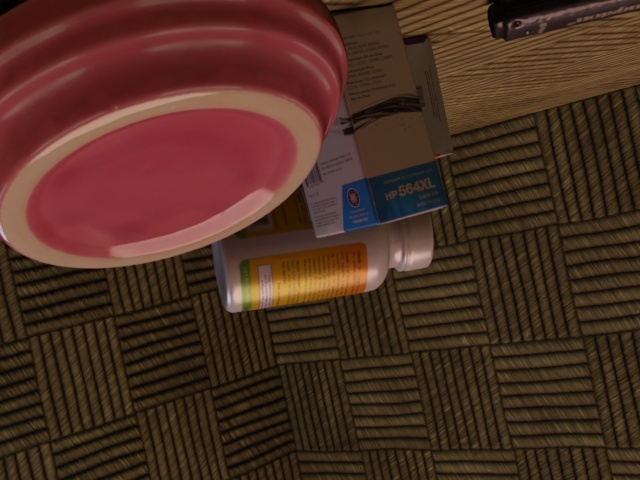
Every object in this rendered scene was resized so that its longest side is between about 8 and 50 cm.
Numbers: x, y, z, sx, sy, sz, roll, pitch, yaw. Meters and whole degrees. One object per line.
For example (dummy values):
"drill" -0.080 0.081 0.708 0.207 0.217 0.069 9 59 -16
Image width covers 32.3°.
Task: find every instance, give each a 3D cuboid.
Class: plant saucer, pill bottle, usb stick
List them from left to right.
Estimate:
"plant saucer" -0.128 -0.073 0.843 0.332 0.084 0.332 -18 158 -8
"pill bottle" 0.000 0.000 1.290 0.245 0.136 0.136 -8 180 -10
"usb stick" 0.311 -0.255 1.131 0.277 0.045 0.077 -12 -178 6

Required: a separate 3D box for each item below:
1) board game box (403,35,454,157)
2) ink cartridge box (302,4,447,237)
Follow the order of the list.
"board game box" 0.040 -0.149 1.398 0.142 0.144 0.275 -12 180 -15
"ink cartridge box" 0.033 -0.115 1.097 0.085 0.203 0.148 -15 -178 -24
